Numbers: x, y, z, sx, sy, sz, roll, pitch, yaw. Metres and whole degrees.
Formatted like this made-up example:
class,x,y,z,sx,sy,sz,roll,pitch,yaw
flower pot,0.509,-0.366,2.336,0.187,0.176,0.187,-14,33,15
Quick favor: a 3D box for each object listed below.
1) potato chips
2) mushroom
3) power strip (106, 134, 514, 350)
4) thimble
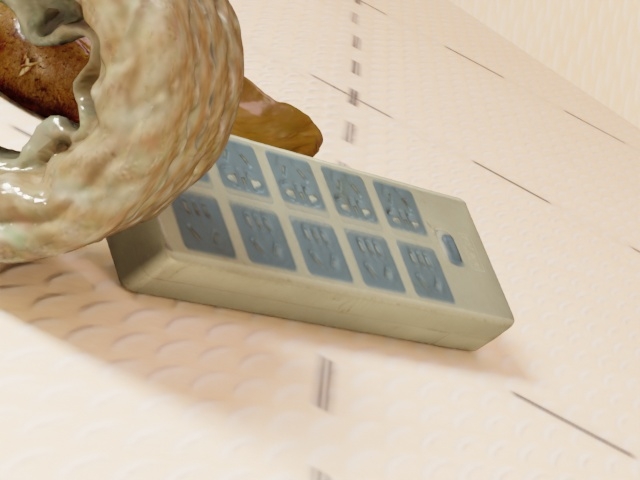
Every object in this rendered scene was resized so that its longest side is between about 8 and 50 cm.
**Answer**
class,x,y,z,sx,sy,sz,roll,pitch,yaw
potato chips,-0.076,-0.090,1.461,0.150,0.049,0.201,34,12,4
mushroom,-0.179,-0.124,1.346,0.127,0.087,0.127,16,38,-13
power strip,0.000,0.000,1.223,0.367,0.043,0.106,13,49,-49
thimble,-0.161,-0.091,1.007,0.229,0.196,0.148,1,4,14
